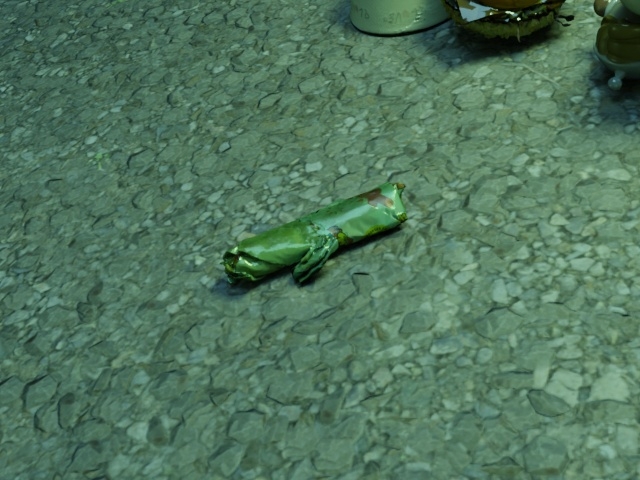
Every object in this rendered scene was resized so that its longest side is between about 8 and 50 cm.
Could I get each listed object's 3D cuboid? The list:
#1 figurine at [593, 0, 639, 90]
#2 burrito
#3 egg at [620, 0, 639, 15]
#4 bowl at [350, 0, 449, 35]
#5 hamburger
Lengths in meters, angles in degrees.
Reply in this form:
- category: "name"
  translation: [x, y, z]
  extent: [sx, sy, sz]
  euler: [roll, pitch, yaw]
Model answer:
- category: "figurine"
  translation: [0.520, -0.341, 1.444]
  extent: [0.193, 0.133, 0.274]
  euler: [8, 36, 25]
- category: "burrito"
  translation: [0.000, 0.000, 1.310]
  extent: [0.287, 0.054, 0.104]
  euler: [-21, 41, -4]
- category: "egg"
  translation: [0.505, -0.383, 1.278]
  extent: [0.209, 0.151, 0.151]
  euler: [-11, 40, 16]
- category: "bowl"
  translation: [0.159, -0.500, 1.764]
  extent: [0.237, 0.126, 0.238]
  euler: [-10, 40, 9]
- category: "hamburger"
  translation: [0.322, -0.436, 1.604]
  extent: [0.243, 0.139, 0.262]
  euler: [-10, 51, 5]
